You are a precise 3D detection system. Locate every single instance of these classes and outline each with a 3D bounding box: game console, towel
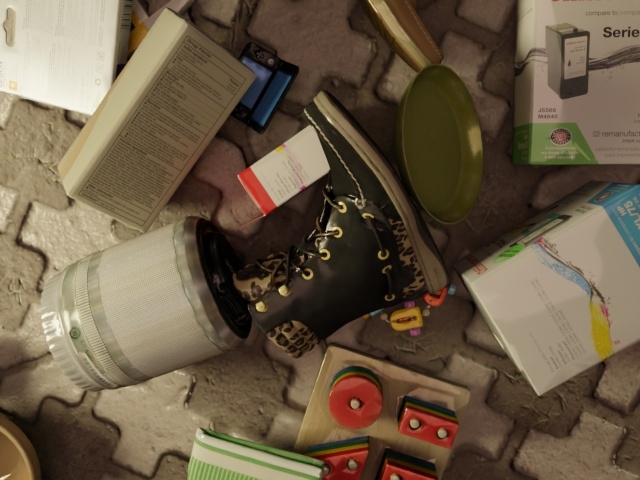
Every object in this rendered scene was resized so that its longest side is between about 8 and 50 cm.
[{"bbox_3d":[-0.104,-0.247,1.069,0.107,0.071,0.122,31,97,0],"label":"game console"},{"bbox_3d":[-0.117,0.488,1.127,0.248,0.038,0.324,10,108,16],"label":"towel"}]

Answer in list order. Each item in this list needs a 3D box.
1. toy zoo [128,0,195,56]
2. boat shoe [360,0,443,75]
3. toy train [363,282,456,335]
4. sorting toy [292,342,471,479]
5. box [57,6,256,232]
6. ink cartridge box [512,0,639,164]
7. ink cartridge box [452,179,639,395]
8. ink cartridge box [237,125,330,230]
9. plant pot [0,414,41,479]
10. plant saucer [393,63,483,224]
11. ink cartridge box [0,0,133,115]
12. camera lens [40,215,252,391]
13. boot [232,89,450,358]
[{"bbox_3d":[-0.337,-0.425,1.084,0.192,0.030,0.293,-34,93,7],"label":"toy zoo"},{"bbox_3d":[0.102,-0.410,1.012,0.110,0.121,0.341,-33,92,7],"label":"boat shoe"},{"bbox_3d":[0.134,0.088,1.107,0.166,0.046,0.125,16,87,4],"label":"toy train"},{"bbox_3d":[0.094,0.338,1.112,0.255,0.089,0.257,18,98,2],"label":"sorting toy"},{"bbox_3d":[-0.257,-0.185,1.034,0.148,0.121,0.311,33,98,-38],"label":"box"},{"bbox_3d":[0.406,-0.252,1.012,0.198,0.115,0.272,0,96,4],"label":"ink cartridge box"},{"bbox_3d":[0.375,0.063,1.008,0.270,0.198,0.197,-32,94,6],"label":"ink cartridge box"},{"bbox_3d":[-0.045,-0.112,1.048,0.231,0.134,0.078,-34,94,6],"label":"ink cartridge box"},{"bbox_3d":[-0.589,0.387,1.149,0.237,0.110,0.237,0,100,1],"label":"plant pot"},{"bbox_3d":[0.177,-0.143,1.007,0.037,0.241,0.241,-3,98,40],"label":"plant saucer"},{"bbox_3d":[-0.415,-0.326,1.066,0.224,0.045,0.223,16,110,10],"label":"ink cartridge box"},{"bbox_3d":[-0.259,0.100,1.042,0.274,0.219,0.219,-21,95,6],"label":"camera lens"},{"bbox_3d":[0.000,0.000,0.964,0.284,0.138,0.377,-31,129,6],"label":"boot"}]
